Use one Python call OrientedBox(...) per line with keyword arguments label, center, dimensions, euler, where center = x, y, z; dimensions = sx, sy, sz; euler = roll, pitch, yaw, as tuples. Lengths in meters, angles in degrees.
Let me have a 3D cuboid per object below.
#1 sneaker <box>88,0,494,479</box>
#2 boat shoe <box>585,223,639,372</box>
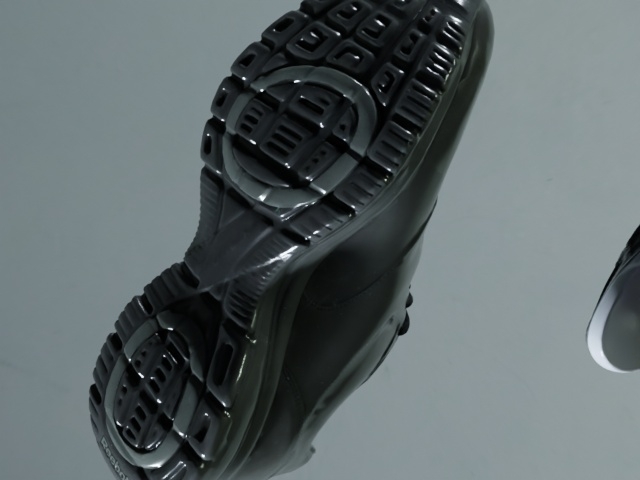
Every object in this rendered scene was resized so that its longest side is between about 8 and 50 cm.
OrientedBox(label="sneaker", center=(0.000, 0.000, 0.729), dimensions=(0.109, 0.130, 0.286), euler=(46, 113, 34))
OrientedBox(label="boat shoe", center=(0.170, 0.010, 0.751), dimensions=(0.142, 0.040, 0.049), euler=(-47, 115, -23))
